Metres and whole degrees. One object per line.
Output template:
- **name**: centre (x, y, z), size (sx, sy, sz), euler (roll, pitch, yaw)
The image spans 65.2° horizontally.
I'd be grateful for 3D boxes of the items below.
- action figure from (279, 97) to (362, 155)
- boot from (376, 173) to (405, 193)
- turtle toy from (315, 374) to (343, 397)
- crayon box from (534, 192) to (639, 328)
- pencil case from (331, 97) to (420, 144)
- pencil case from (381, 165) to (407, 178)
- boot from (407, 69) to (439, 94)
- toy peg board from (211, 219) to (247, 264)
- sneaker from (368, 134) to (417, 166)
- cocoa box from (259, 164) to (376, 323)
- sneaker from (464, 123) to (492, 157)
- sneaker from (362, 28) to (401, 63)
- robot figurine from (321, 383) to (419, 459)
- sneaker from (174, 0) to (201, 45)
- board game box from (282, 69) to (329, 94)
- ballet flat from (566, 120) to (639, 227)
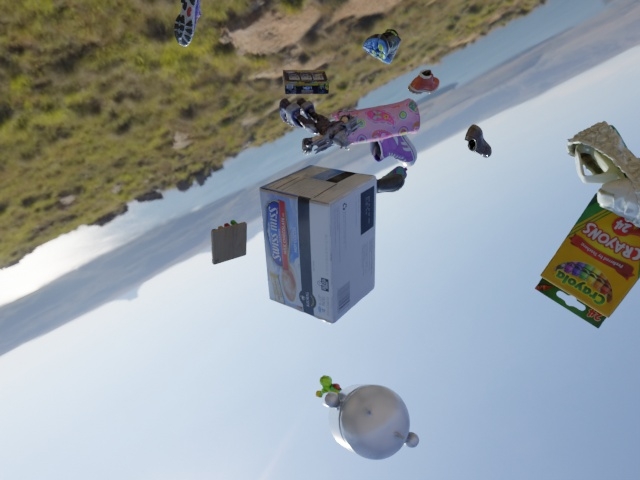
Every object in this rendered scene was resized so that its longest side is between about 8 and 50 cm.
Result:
- **action figure**: centre (0.002, -0.325, 1.435), size (0.185, 0.099, 0.285), euler (-26, -133, -23)
- **boot**: centre (0.202, -0.221, 1.962), size (0.189, 0.076, 0.208), euler (-19, 165, 40)
- **turtle toy**: centre (0.036, 0.514, 1.712), size (0.095, 0.130, 0.066), euler (-7, -138, 37)
- **crayon box**: centre (0.743, 0.059, 1.339), size (0.081, 0.202, 0.319), euler (-2, 123, -57)
- **pencil case**: centre (0.180, -0.388, 1.645), size (0.284, 0.124, 0.124), euler (-10, -175, -1)
- **pencil case**: centre (0.306, -0.264, 2.113), size (0.070, 0.064, 0.151), euler (-29, 179, -21)
- **boot**: centre (0.391, -0.578, 1.805), size (0.158, 0.059, 0.085), euler (-24, 156, -39)
- **toy peg board**: centre (-0.400, -0.002, 2.115), size (0.160, 0.161, 0.079), euler (-18, -143, -34)
- **sneaker**: centre (0.260, -0.335, 1.877), size (0.102, 0.282, 0.161), euler (19, -109, 42)
- **cocoa box**: centre (0.000, 0.000, 1.358), size (0.228, 0.347, 0.231), euler (16, -149, 32)
- **sneaker**: centre (0.590, -0.360, 1.900), size (0.071, 0.188, 0.066), euler (-51, -135, -3)
- **sneaker**: centre (0.155, -0.488, 1.236), size (0.078, 0.067, 0.188), euler (-62, 171, 20)
- **robot figurine**: centre (0.138, 0.524, 1.468), size (0.353, 0.300, 0.200), euler (126, -11, -71)
- **sneaker**: centre (-0.396, -0.683, 1.540), size (0.170, 0.068, 0.071), euler (-69, 166, 18)
- **board game box**: centre (-0.059, -0.620, 1.957), size (0.170, 0.048, 0.141), euler (-2, -142, -7)
- **ballet flat**: centre (0.725, -0.144, 1.232), size (0.147, 0.147, 0.409), euler (-26, -142, 18)
